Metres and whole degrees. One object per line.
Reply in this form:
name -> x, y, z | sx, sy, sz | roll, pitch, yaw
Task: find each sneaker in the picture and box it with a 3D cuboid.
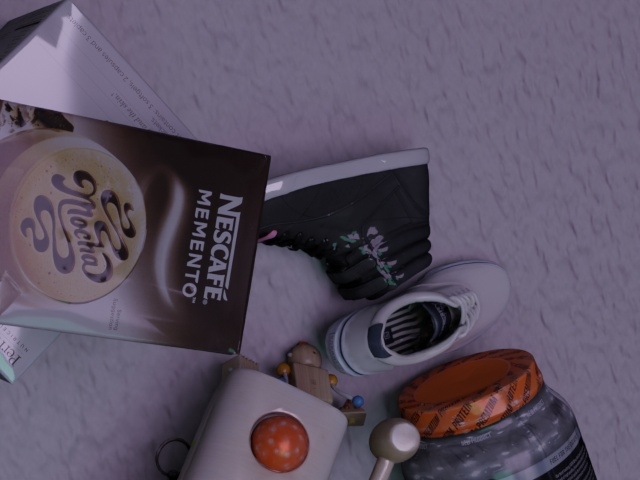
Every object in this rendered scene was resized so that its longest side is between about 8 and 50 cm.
sneaker -> 0.127, 0.085, 1.493 | 0.258, 0.091, 0.094 | -24, 100, -38
sneaker -> 0.000, 0.000, 1.437 | 0.296, 0.104, 0.147 | -13, 92, -30

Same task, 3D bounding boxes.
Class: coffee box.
coffee box -> -0.204, -0.013, 1.103 | 0.297, 0.119, 0.168 | 10, 87, -27

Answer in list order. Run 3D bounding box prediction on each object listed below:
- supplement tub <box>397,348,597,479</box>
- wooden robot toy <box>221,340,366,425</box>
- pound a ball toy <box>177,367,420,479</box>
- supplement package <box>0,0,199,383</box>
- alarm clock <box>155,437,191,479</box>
supplement tub -> 0.203, 0.287, 1.499 | 0.193, 0.193, 0.316 | -25, 103, -24
wooden robot toy -> -0.028, 0.142, 1.464 | 0.173, 0.076, 0.079 | 17, 49, -26
pound a ball toy -> -0.035, 0.264, 1.317 | 0.208, 0.136, 0.319 | 27, 61, -7
supplement package -> -0.272, -0.044, 1.247 | 0.262, 0.198, 0.199 | -48, 111, -17
alarm clock -> -0.144, 0.289, 1.395 | 0.129, 0.064, 0.192 | -1, 95, -27
